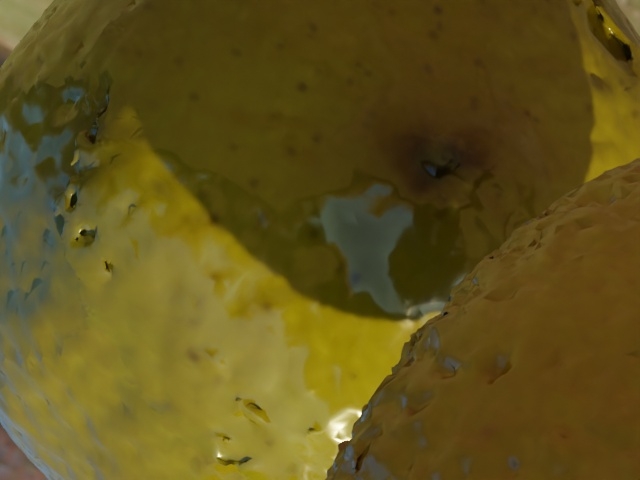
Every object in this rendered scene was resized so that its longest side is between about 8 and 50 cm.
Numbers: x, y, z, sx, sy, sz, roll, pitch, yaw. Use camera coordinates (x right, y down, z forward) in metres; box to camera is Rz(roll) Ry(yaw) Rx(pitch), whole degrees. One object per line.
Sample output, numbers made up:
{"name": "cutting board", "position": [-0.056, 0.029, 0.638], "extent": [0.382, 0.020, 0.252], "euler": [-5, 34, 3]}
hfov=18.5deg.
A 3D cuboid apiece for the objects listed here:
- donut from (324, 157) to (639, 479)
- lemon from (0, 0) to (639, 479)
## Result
{"name": "donut", "position": [0.083, 0.089, 0.407], "extent": [0.118, 0.253, 0.253], "euler": [29, 180, 32]}
{"name": "lemon", "position": [0.001, 0.000, 0.719], "extent": [0.293, 0.293, 0.293], "euler": [28, 180, 0]}
